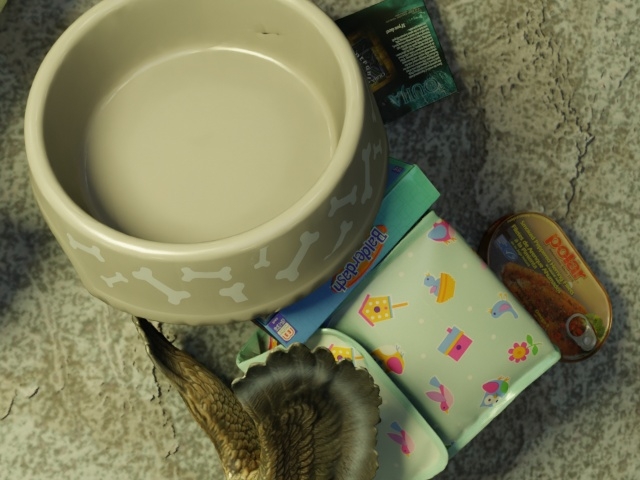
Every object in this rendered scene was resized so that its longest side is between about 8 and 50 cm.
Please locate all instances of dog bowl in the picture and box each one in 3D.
[{"bbox_3d":[-0.109,-0.099,1.063,0.348,0.102,0.349,-2,64,4],"label":"dog bowl"}]

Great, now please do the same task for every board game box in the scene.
[{"bbox_3d":[0.000,0.000,1.147,0.210,0.160,0.047,-47,117,-7],"label":"board game box"},{"bbox_3d":[0.046,-0.182,1.244,0.186,0.026,0.126,-24,98,-17],"label":"board game box"}]

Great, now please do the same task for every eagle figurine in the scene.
[{"bbox_3d":[-0.058,0.213,1.103,0.226,0.225,0.298,-3,98,-7],"label":"eagle figurine"}]

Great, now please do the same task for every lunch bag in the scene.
[{"bbox_3d":[0.073,0.117,1.186,0.262,0.160,0.223,-42,107,-2],"label":"lunch bag"}]

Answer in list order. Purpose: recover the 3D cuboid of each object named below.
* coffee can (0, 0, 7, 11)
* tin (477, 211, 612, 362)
[{"bbox_3d":[-0.377,-0.243,1.015,0.201,0.201,0.275,30,81,-16],"label":"coffee can"},{"bbox_3d":[0.254,0.052,1.306,0.106,0.040,0.190,-39,101,-10],"label":"tin"}]
